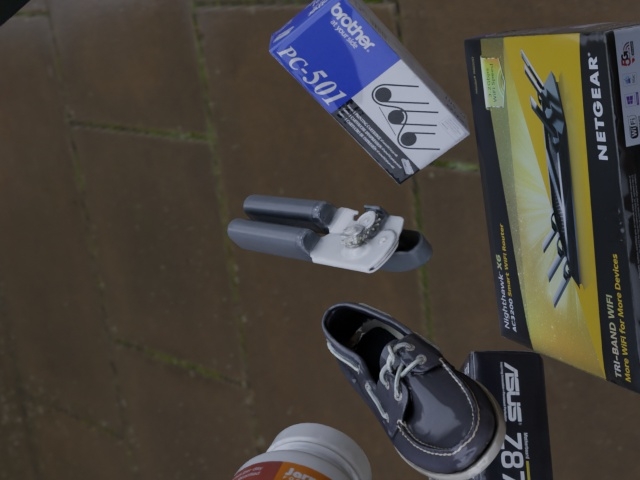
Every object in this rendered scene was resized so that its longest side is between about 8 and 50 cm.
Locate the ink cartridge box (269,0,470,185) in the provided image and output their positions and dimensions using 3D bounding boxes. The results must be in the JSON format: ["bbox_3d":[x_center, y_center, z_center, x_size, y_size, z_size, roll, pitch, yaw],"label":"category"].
[{"bbox_3d":[0.052,-0.160,1.202,0.097,0.046,0.207,-37,115,23],"label":"ink cartridge box"}]

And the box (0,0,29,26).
[{"bbox_3d":[-0.157,-0.190,0.524,0.180,0.147,0.077,41,172,42],"label":"box"}]

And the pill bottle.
[{"bbox_3d":[-0.032,0.240,0.896,0.121,0.216,0.121,9,121,15],"label":"pill bottle"}]

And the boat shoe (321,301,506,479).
[{"bbox_3d":[0.055,0.100,0.818,0.065,0.075,0.206,41,180,-28],"label":"boat shoe"}]

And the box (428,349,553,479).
[{"bbox_3d":[0.197,0.365,1.377,0.318,0.097,0.394,104,166,-63],"label":"box"}]

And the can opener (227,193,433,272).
[{"bbox_3d":[0.000,0.000,1.325,0.280,0.074,0.093,11,151,48],"label":"can opener"}]

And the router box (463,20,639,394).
[{"bbox_3d":[0.237,-0.041,1.059,0.243,0.081,0.308,-161,60,-68],"label":"router box"}]
